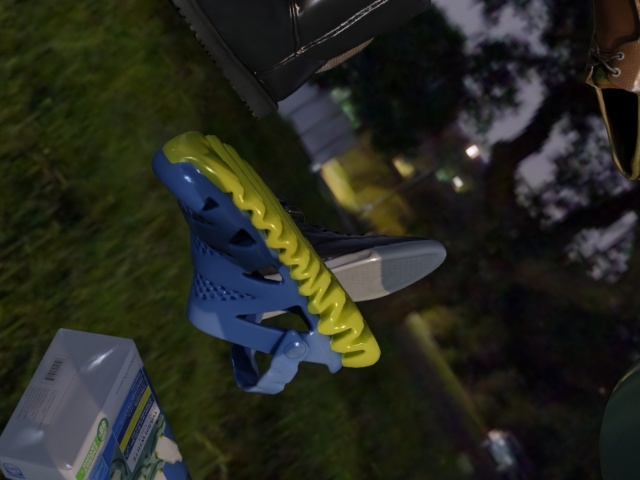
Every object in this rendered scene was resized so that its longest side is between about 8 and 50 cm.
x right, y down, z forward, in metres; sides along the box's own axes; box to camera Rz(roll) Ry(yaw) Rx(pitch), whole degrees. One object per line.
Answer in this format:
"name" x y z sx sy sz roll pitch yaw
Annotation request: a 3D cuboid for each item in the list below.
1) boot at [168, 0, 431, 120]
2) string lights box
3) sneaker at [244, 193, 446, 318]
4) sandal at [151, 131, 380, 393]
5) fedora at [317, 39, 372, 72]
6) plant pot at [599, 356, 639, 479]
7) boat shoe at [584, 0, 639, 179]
"boot" -0.022 -0.230 1.072 0.094 0.207 0.246 56 3 36
"string lights box" -0.188 0.211 1.118 0.260 0.076 0.133 77 27 -47
"sneaker" 0.000 0.000 1.560 0.105 0.295 0.147 92 -15 -57
"sandal" -0.066 0.038 1.152 0.317 0.138 0.126 56 3 -35
"fedora" -0.003 -0.313 1.376 0.243 0.276 0.124 19 12 21
"plant pot" 0.418 0.169 1.096 0.341 0.341 0.334 56 -19 9
"boat shoe" 0.382 -0.217 1.557 0.110 0.104 0.307 27 -37 63
